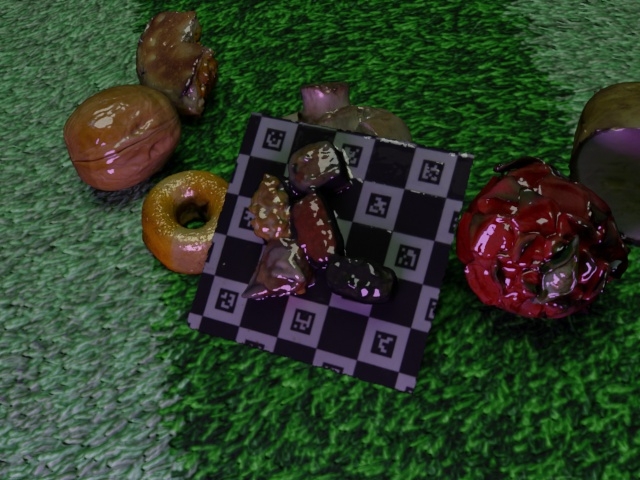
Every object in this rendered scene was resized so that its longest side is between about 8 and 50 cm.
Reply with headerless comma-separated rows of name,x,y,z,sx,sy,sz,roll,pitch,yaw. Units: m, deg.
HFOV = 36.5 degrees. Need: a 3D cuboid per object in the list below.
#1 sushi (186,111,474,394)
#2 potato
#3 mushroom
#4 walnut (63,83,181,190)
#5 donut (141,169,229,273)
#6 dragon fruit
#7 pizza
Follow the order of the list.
sushi,0.000,0.000,1.360,0.359,0.064,0.343,14,84,20
potato,0.487,-0.149,1.450,0.229,0.229,0.266,7,41,15
mushroom,0.030,-0.156,1.522,0.254,0.195,0.189,0,15,25
walnut,-0.330,-0.176,1.624,0.165,0.165,0.197,28,56,30
donut,-0.203,-0.038,1.538,0.174,0.074,0.190,-18,48,-8
dragon fruit,0.305,-0.013,1.353,0.234,0.233,0.293,1,34,10
pizza,-0.264,-0.327,1.808,0.161,0.085,0.305,-34,45,8
